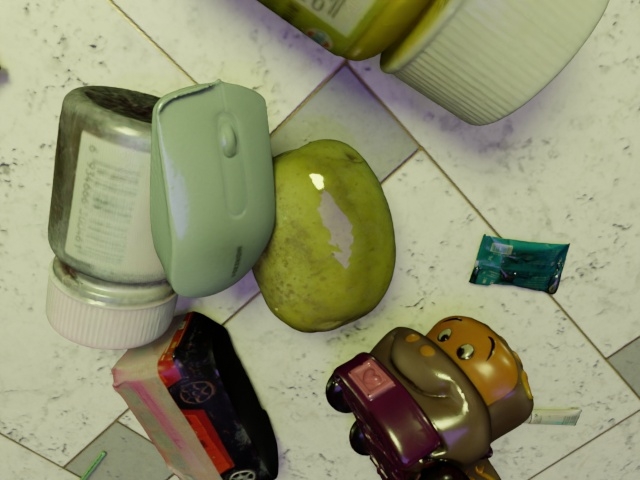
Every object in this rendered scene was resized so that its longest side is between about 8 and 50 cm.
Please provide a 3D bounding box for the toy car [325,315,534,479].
[{"bbox_3d":[0.175,0.273,0.687,0.240,0.271,0.340,-27,118,-14],"label":"toy car"}]

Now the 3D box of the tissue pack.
[{"bbox_3d":[0.294,0.038,0.691,0.138,0.028,0.085,5,114,-9],"label":"tissue pack"}]

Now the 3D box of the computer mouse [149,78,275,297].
[{"bbox_3d":[-0.102,-0.041,0.474,0.128,0.079,0.230,-23,132,-42],"label":"computer mouse"}]

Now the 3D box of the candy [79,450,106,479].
[{"bbox_3d":[-0.426,0.434,0.815,0.058,0.062,0.194,44,99,26],"label":"candy"}]

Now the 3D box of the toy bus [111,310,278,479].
[{"bbox_3d":[-0.173,0.254,0.705,0.147,0.127,0.302,-14,116,8],"label":"toy bus"}]

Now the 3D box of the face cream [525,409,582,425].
[{"bbox_3d":[0.400,0.309,0.823,0.115,0.020,0.038,4,113,-7],"label":"face cream"}]

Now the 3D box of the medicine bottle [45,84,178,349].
[{"bbox_3d":[-0.224,-0.024,0.552,0.165,0.165,0.273,16,114,-11],"label":"medicine bottle"}]

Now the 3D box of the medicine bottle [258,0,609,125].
[{"bbox_3d":[0.048,-0.283,0.419,0.384,0.224,0.224,29,109,-15],"label":"medicine bottle"}]

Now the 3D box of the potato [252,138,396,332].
[{"bbox_3d":[-0.002,-0.001,0.583,0.197,0.148,0.228,-18,101,21],"label":"potato"}]
